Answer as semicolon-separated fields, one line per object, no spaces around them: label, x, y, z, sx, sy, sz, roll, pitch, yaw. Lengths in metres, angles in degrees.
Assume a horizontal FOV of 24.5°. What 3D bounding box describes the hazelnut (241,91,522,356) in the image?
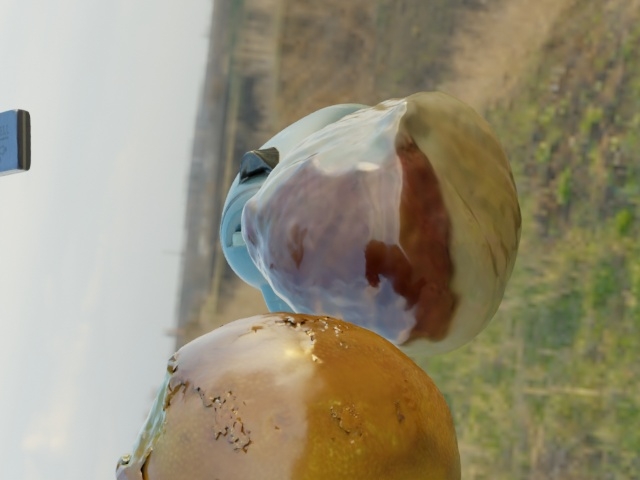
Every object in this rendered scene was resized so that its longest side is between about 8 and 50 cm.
hazelnut;0.065;-0.023;1.332;0.261;0.261;0.241;-90;-8;-53

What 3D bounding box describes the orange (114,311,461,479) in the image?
orange;-0.020;0.165;1.031;0.240;0.240;0.240;-174;90;-85

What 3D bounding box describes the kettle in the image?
kettle;0.000;0.000;2.023;0.342;0.247;0.319;-36;-73;-61

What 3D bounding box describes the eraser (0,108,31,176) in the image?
eraser;-0.447;-0.125;1.991;0.225;0.036;0.082;-5;86;51
